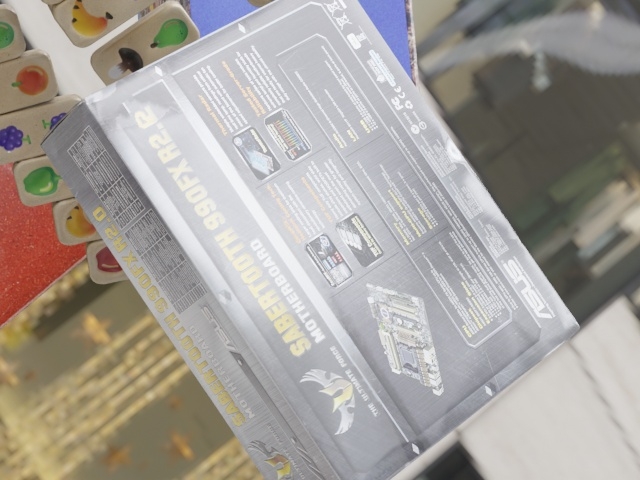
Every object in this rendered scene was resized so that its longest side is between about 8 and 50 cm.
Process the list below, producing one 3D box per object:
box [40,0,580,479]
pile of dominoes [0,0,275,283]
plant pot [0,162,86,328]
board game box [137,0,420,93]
[{"bbox_3d":[0.000,0.000,0.914,0.231,0.183,0.056,55,-38,2],"label":"box"},{"bbox_3d":[-0.093,-0.086,0.977,0.251,0.196,0.040,55,3,-32],"label":"pile of dominoes"},{"bbox_3d":[-0.335,-0.015,1.202,0.236,0.267,0.267,53,-13,-13],"label":"plant pot"},{"bbox_3d":[-0.035,-0.090,1.221,0.291,0.141,0.232,162,-77,-79],"label":"board game box"}]
